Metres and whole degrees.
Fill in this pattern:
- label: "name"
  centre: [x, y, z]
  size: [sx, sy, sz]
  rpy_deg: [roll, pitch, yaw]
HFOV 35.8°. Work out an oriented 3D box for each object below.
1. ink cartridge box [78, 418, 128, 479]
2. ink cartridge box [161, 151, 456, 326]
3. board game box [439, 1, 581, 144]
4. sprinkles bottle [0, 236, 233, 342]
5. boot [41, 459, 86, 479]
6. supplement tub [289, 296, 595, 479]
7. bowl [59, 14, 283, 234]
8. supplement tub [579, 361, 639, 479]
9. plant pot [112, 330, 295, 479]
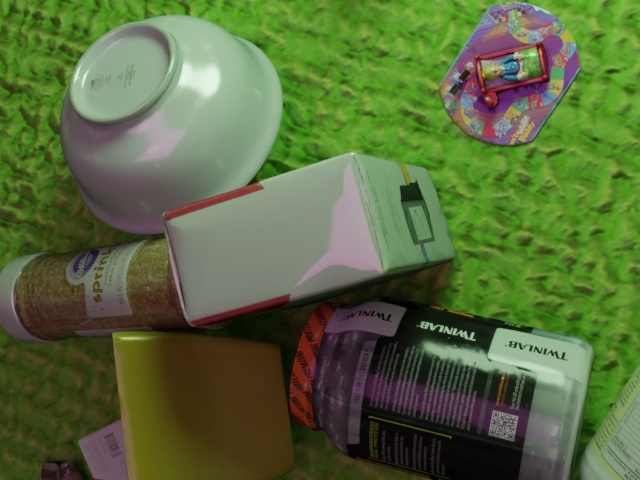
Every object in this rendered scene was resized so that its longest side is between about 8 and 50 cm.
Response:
- label: "ink cartridge box"
  centre: [-0.208, 0.273, 1.314]
  size: [0.198, 0.067, 0.115]
  rpy_deg: [-27, 84, 18]
- label: "ink cartridge box"
  centre: [0.000, 0.000, 1.104]
  size: [0.226, 0.306, 0.131]
  rpy_deg: [-17, 86, 19]
- label: "board game box"
  centre: [0.220, -0.196, 1.163]
  size: [0.133, 0.033, 0.169]
  rpy_deg: [36, 104, 14]
- label: "sprinkles bottle"
  centre: [-0.257, 0.062, 1.240]
  size: [0.355, 0.121, 0.121]
  rpy_deg: [-7, 90, 37]
- label: "boot"
  centre: [-0.380, 0.355, 1.395]
  size: [0.118, 0.042, 0.087]
  rpy_deg: [-13, 82, 18]
- label: "supplement tub"
  centre: [0.137, 0.174, 1.126]
  size: [0.316, 0.193, 0.194]
  rpy_deg: [11, 96, 17]
- label: "bowl"
  centre: [-0.204, -0.167, 1.191]
  size: [0.297, 0.134, 0.298]
  rpy_deg: [-11, 59, 19]
- label: "supplement tub"
  centre: [0.415, 0.214, 1.012]
  size: [0.235, 0.235, 0.325]
  rpy_deg: [31, 102, 15]
- label: "plant pot"
  centre: [-0.138, 0.207, 1.165]
  size: [0.187, 0.212, 0.212]
  rpy_deg: [-7, 82, -11]
